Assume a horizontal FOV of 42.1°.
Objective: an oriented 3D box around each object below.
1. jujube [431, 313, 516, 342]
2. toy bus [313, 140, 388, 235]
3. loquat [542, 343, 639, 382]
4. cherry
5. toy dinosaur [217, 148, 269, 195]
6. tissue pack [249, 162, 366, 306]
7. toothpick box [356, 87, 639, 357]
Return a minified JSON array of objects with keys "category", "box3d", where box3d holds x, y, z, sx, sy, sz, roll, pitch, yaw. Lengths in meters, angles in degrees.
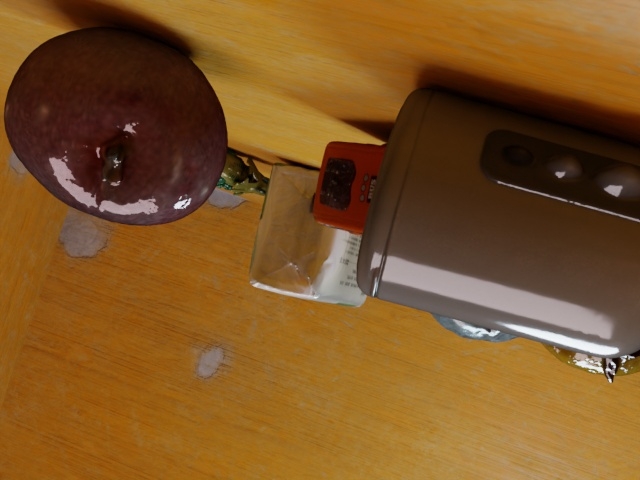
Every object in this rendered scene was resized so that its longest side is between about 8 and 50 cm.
[{"category":"jujube","box3d":[0.308,0.064,1.517,0.246,0.215,0.308,54,-159,12]},{"category":"toy bus","box3d":[0.135,-0.048,1.017,0.153,0.142,0.329,10,-176,-36]},{"category":"loquat","box3d":[0.384,0.073,1.098,0.244,0.243,0.244,18,178,1]},{"category":"cherry","box3d":[-0.238,-0.140,1.002,0.261,0.221,0.307,27,-173,-21]},{"category":"toy dinosaur","box3d":[-0.216,-0.165,1.841,0.153,0.094,0.259,16,169,44]},{"category":"tissue pack","box3d":[-0.001,0.000,1.826,0.194,0.266,0.356,11,176,19]},{"category":"toothpick box","box3d":[0.208,-0.014,0.778,0.317,0.228,0.229,16,177,8]}]
